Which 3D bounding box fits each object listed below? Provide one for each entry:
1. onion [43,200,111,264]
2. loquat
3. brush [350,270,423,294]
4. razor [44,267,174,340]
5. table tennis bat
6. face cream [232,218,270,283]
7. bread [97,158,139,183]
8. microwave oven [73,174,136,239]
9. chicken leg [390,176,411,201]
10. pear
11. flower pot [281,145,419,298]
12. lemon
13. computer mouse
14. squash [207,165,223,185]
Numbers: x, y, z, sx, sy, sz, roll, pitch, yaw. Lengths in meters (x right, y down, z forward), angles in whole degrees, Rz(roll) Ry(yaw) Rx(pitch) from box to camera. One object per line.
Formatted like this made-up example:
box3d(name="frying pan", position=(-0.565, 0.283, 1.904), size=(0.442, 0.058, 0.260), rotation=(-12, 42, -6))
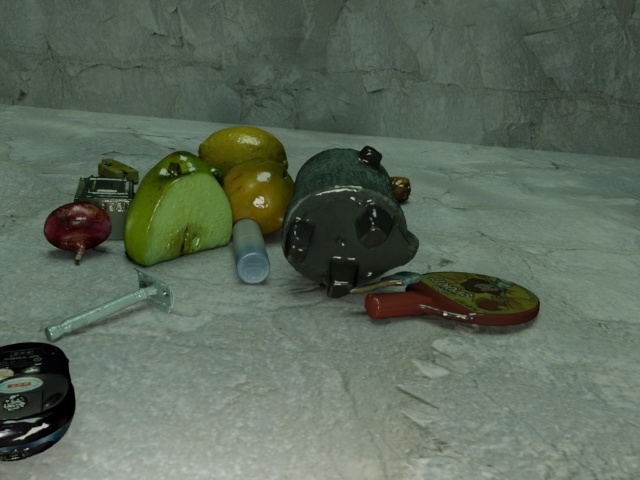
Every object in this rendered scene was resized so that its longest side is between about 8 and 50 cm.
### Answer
box3d(name="onion", position=(-0.555, -0.007, 1.398), size=(0.150, 0.150, 0.140), rotation=(-5, 52, -27))
box3d(name="loquat", position=(-0.180, -0.100, 1.634), size=(0.213, 0.213, 0.246), rotation=(21, 67, 38))
box3d(name="brush", position=(0.132, 0.089, 1.265), size=(0.196, 0.021, 0.070), rotation=(-9, 10, -41))
box3d(name="razor", position=(-0.396, 0.127, 1.126), size=(0.106, 0.068, 0.232), rotation=(18, 28, 34))
box3d(name="table tennis bat", position=(0.284, 0.127, 1.309), size=(0.415, 0.051, 0.268), rotation=(-2, 18, -26))
box3d(name="face cream", position=(-0.169, 0.021, 1.445), size=(0.077, 0.077, 0.250), rotation=(1, 19, -10))
box3d(name="bread", position=(-0.713, -0.241, 2.093), size=(0.088, 0.049, 0.226), rotation=(-12, 25, -40))
box3d(name="microwave oven", position=(-0.564, -0.093, 1.594), size=(0.163, 0.129, 0.205), rotation=(-2, 21, -17))
box3d(name="chicken leg", position=(0.237, -0.197, 2.166), size=(0.107, 0.087, 0.251), rotation=(8, 10, -28))
box3d(name="pear", position=(-0.357, -0.089, 1.469), size=(0.159, 0.292, 0.292), rotation=(31, 30, 33))
box3d(name="flower pot", position=(0.067, -0.036, 1.334), size=(0.299, 0.299, 0.282), rotation=(5, 38, 0))
box3d(name="lemon", position=(-0.253, -0.245, 1.934), size=(0.320, 0.245, 0.245), rotation=(3, 18, 15))
box3d(name="computer mouse", position=(-0.397, 0.219, 0.803), size=(0.137, 0.096, 0.233), rotation=(3, 15, -20))
box3d(name="squash", position=(-0.347, -0.132, 1.661), size=(0.082, 0.082, 0.293), rotation=(-13, -9, -42))
